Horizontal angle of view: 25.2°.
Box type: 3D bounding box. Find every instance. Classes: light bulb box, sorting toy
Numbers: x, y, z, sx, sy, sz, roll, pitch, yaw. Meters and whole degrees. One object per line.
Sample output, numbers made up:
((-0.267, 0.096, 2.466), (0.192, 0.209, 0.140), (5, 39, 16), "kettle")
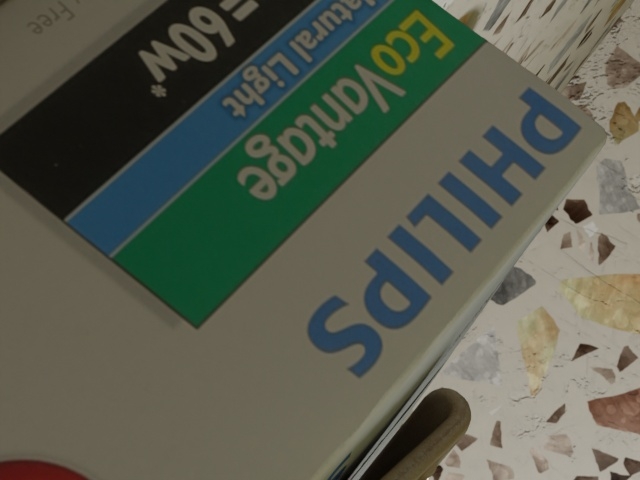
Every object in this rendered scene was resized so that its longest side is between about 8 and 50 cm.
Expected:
((-0.106, 0.079, 0.658), (0.358, 0.225, 0.361), (-46, 169, -31), "light bulb box")
((-0.024, 0.166, 0.560), (0.193, 0.038, 0.208), (-56, 170, 33), "sorting toy")

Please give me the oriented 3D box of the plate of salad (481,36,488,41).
((0.113, -0.137, 1.533), (0.200, 0.048, 0.200), (-45, 160, -22), "plate of salad")
